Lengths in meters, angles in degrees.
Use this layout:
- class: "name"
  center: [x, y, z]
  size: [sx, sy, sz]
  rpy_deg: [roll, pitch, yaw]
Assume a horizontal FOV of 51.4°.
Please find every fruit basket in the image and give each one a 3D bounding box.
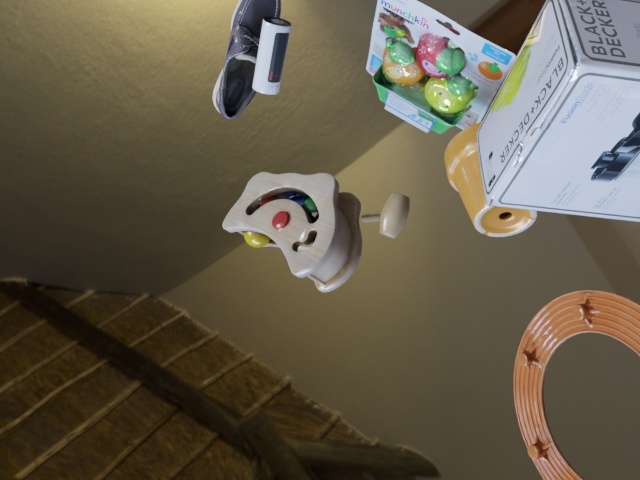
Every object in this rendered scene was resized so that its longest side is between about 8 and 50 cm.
- class: "fruit basket"
  center: [0.250, -0.395, 1.529]
  size: [0.327, 0.353, 0.165]
  rpy_deg: [32, -100, 7]

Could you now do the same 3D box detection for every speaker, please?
- class: "speaker"
  center: [-0.094, -0.349, 1.266]
  size: [0.055, 0.136, 0.055]
  rpy_deg: [11, -149, -6]

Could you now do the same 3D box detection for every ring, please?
- class: "ring"
  center: [0.374, 0.235, 0.903]
  size: [0.032, 0.336, 0.337]
  rpy_deg: [-2, -110, -27]

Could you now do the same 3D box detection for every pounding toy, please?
- class: "pounding toy"
  center: [0.000, 0.000, 0.985]
  size: [0.155, 0.269, 0.154]
  rpy_deg: [36, -114, -49]

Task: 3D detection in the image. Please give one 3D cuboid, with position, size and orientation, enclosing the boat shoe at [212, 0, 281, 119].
- class: "boat shoe"
  center: [-0.143, -0.376, 1.344]
  size: [0.102, 0.285, 0.092]
  rpy_deg: [15, -157, -25]

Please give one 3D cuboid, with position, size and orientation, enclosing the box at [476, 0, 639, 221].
- class: "box"
  center: [0.295, -0.094, 0.542]
  size: [0.289, 0.169, 0.087]
  rpy_deg: [5, -123, -7]

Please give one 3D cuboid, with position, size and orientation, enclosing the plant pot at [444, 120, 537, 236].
- class: "plant pot"
  center: [0.375, -0.118, 1.405]
  size: [0.205, 0.205, 0.188]
  rpy_deg: [22, -130, -29]
